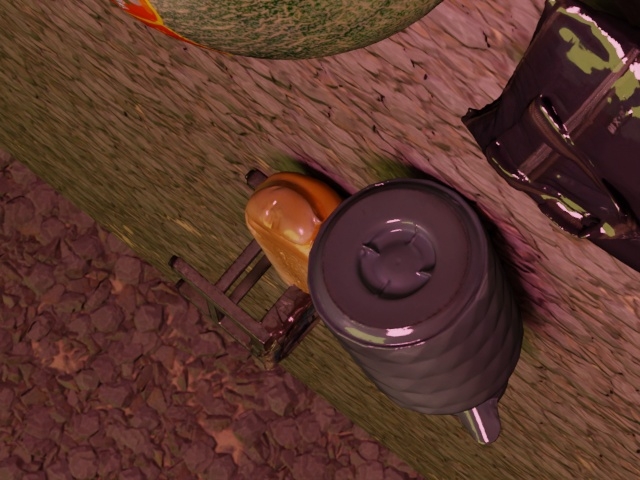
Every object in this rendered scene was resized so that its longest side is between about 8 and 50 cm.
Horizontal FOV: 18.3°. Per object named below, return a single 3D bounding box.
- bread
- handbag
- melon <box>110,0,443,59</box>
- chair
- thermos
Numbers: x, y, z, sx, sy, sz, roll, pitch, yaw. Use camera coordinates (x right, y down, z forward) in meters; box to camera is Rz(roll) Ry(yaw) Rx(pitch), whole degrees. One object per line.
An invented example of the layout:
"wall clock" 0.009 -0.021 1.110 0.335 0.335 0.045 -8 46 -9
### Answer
"bread" 0.000 0.000 1.834 0.119 0.084 0.177 31 167 31
"handbag" 0.177 -0.034 1.006 0.211 0.089 0.254 33 169 2
"melon" -0.033 -0.172 0.876 0.182 0.182 0.287 44 171 -29
"chair" -0.010 0.072 2.028 0.270 0.147 0.136 39 170 7
"thermos" 0.086 0.055 1.632 0.286 0.145 0.182 56 -168 -64
